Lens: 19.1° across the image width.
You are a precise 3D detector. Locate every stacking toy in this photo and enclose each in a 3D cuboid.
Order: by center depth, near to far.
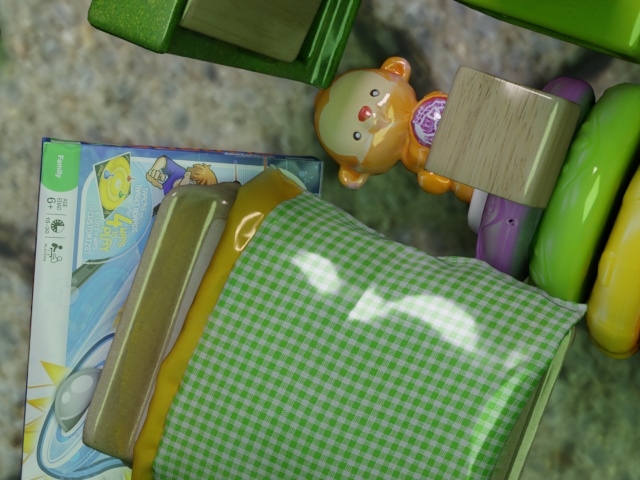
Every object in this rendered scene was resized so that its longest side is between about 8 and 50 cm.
[{"bbox_3d":[0.134,-0.017,0.891,0.302,0.166,0.175,22,91,13],"label":"stacking toy"}]

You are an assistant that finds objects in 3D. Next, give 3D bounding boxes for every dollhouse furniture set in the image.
[{"bbox_3d":[0.000,0.000,0.798,0.198,0.151,0.301,22,96,24],"label":"dollhouse furniture set"}]

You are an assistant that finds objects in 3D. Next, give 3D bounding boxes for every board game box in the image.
[{"bbox_3d":[-0.075,0.054,0.928,0.136,0.035,0.201,3,97,-10],"label":"board game box"}]
